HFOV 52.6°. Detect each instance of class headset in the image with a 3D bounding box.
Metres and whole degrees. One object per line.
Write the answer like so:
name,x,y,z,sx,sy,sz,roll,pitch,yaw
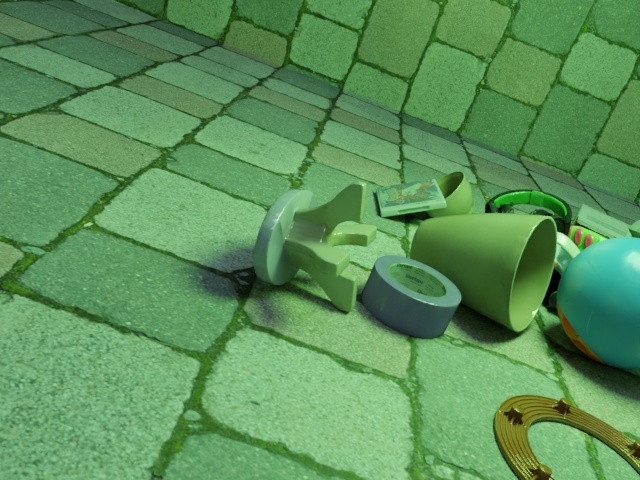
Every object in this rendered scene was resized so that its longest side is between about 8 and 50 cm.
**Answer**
headset,0.571,-0.053,1.840,0.243,0.185,0.394,13,40,26

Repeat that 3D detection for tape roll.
tape roll,0.184,0.112,1.320,0.189,0.080,0.189,17,23,-8

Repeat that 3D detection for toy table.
toy table,0.000,0.000,1.231,0.160,0.252,0.274,11,32,17

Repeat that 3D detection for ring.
ring,0.444,0.360,1.053,0.336,0.032,0.336,18,22,-7

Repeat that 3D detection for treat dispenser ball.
treat dispenser ball,0.669,0.137,1.419,0.288,0.288,0.288,18,23,-8

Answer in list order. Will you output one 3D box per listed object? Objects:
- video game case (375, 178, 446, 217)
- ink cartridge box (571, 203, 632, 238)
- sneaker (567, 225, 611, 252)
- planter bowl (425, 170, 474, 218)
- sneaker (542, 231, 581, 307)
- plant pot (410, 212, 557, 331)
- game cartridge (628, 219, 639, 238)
video game case,0.258,-0.126,1.882,0.183,0.023,0.201,-9,23,4
ink cartridge box,0.971,0.024,2.140,0.309,0.130,0.272,29,25,18
sneaker,0.884,0.105,1.819,0.202,0.185,0.483,4,31,-40
planter bowl,0.391,-0.113,1.931,0.109,0.162,0.162,48,17,-17
sneaker,0.649,0.147,1.624,0.350,0.148,0.131,46,-15,12
plant pot,0.350,0.041,1.457,0.274,0.257,0.256,17,17,34
game cartridge,0.997,0.111,1.772,0.355,0.068,0.230,53,7,-18
